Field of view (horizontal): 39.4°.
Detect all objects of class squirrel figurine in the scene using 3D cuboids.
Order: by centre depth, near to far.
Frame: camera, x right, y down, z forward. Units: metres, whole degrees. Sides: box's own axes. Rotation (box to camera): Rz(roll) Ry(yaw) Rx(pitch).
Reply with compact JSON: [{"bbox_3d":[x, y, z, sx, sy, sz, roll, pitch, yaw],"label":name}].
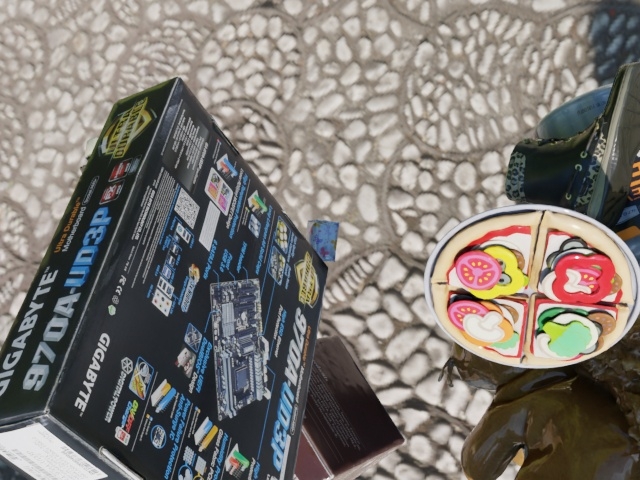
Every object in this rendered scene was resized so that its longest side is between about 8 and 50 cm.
[{"bbox_3d":[0.330,0.173,1.148,0.397,0.281,0.370,-57,42,42],"label":"squirrel figurine"}]

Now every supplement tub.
[{"bbox_3d":[0.472,-0.067,1.383,0.193,0.193,0.316,-24,74,18],"label":"supplement tub"}]

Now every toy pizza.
[{"bbox_3d":[0.196,0.053,0.834,0.201,0.201,0.032,-12,33,23],"label":"toy pizza"}]

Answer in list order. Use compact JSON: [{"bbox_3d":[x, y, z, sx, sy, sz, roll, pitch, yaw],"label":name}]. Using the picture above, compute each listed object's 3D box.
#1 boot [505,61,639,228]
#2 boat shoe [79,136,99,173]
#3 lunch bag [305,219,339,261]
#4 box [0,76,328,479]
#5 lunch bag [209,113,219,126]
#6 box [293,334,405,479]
[{"bbox_3d":[0.368,-0.146,1.291,0.178,0.085,0.236,18,98,46],"label":"boot"},{"bbox_3d":[-0.150,-0.026,0.846,0.081,0.228,0.069,-3,73,21],"label":"boat shoe"},{"bbox_3d":[0.000,0.000,1.513,0.083,0.053,0.071,178,99,-72],"label":"lunch bag"},{"bbox_3d":[-0.070,0.047,0.479,0.051,0.175,0.220,-16,43,26],"label":"box"},{"bbox_3d":[-0.195,-0.091,1.510,0.090,0.219,0.176,-10,57,0],"label":"lunch bag"},{"bbox_3d":[-0.039,0.234,1.081,0.168,0.203,0.167,-41,71,23],"label":"box"}]
